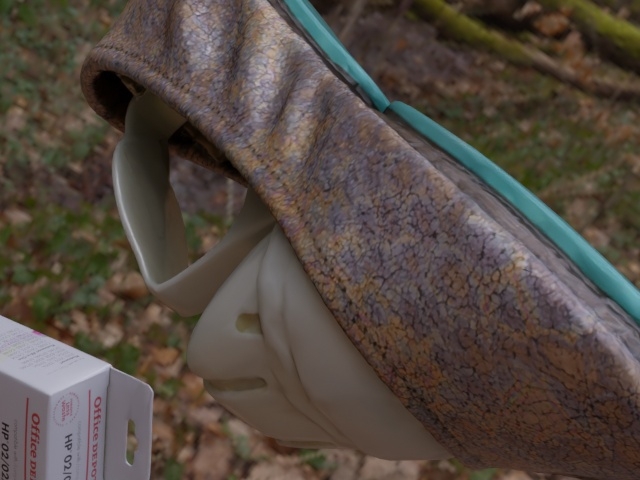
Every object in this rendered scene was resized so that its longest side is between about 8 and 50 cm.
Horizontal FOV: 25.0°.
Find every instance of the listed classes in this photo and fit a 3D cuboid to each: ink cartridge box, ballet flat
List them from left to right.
[{"bbox_3d":[-0.203,0.123,0.989,0.181,0.104,0.061,19,26,31],"label":"ink cartridge box"},{"bbox_3d":[0.000,0.000,0.450,0.107,0.106,0.316,48,2,-37],"label":"ballet flat"}]
